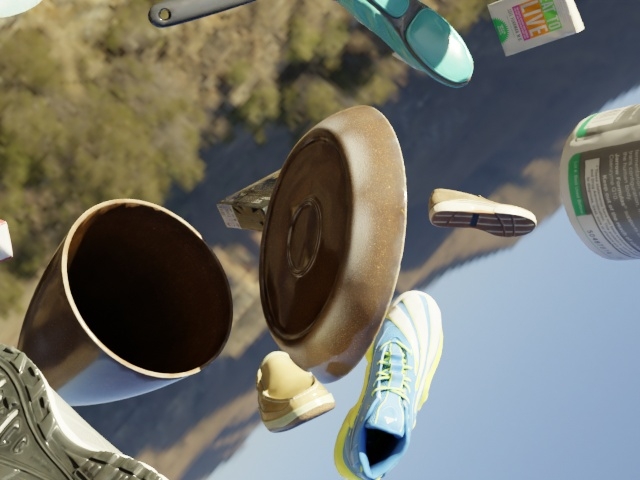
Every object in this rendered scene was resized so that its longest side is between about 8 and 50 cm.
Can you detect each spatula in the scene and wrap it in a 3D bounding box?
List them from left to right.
[{"bbox_3d":[-0.053,-0.292,1.567,0.297,0.084,0.030,-18,-167,-13],"label":"spatula"}]

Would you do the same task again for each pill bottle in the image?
[{"bbox_3d":[0.496,-0.090,1.730,0.361,0.204,0.204,-9,-147,50],"label":"pill bottle"}]

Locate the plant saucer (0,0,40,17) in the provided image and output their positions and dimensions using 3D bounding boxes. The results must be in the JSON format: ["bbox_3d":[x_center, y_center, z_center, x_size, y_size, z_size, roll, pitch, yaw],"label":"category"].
[{"bbox_3d":[-0.408,-0.321,1.583,0.195,0.195,0.037,-50,163,-51],"label":"plant saucer"}]

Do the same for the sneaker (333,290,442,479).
[{"bbox_3d":[0.092,0.175,1.599,0.126,0.091,0.240,179,-71,-80],"label":"sneaker"}]

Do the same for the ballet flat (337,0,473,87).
[{"bbox_3d":[0.112,-0.305,1.951,0.083,0.247,0.087,-53,-167,-21],"label":"ballet flat"}]

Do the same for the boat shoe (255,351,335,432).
[{"bbox_3d":[-0.038,0.145,1.363,0.068,0.072,0.190,-20,179,-16],"label":"boat shoe"}]

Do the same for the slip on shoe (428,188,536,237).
[{"bbox_3d":[0.198,-0.036,1.698,0.051,0.135,0.041,103,-11,-52],"label":"slip on shoe"}]

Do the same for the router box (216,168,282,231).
[{"bbox_3d":[-0.061,-0.063,2.072,0.133,0.046,0.179,-30,-164,-21],"label":"router box"}]

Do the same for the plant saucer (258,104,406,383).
[{"bbox_3d":[0.000,0.000,1.519,0.310,0.050,0.310,-169,-90,-66],"label":"plant saucer"}]

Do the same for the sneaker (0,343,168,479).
[{"bbox_3d":[-0.218,0.183,1.123,0.100,0.271,0.108,-47,159,-16],"label":"sneaker"}]

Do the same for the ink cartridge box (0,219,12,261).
[{"bbox_3d":[-0.500,0.001,1.888,0.099,0.056,0.135,-25,-152,-38],"label":"ink cartridge box"}]

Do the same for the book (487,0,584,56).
[{"bbox_3d":[0.369,-0.384,2.383,0.144,0.096,0.035,-16,-168,37],"label":"book"}]

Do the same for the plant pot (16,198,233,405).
[{"bbox_3d":[-0.253,0.099,1.593,0.230,0.215,0.215,-36,-170,43],"label":"plant pot"}]
